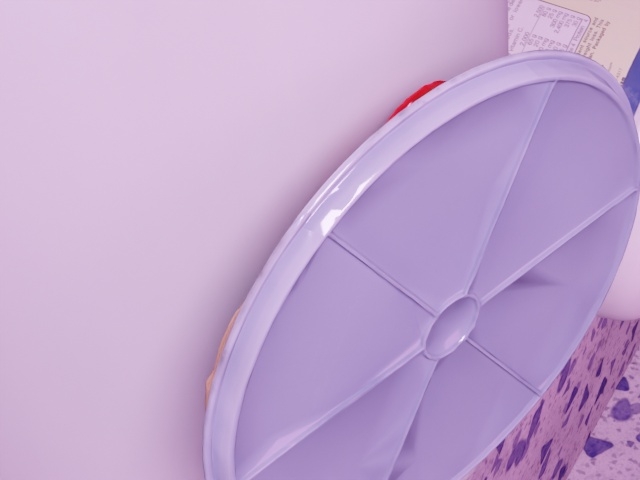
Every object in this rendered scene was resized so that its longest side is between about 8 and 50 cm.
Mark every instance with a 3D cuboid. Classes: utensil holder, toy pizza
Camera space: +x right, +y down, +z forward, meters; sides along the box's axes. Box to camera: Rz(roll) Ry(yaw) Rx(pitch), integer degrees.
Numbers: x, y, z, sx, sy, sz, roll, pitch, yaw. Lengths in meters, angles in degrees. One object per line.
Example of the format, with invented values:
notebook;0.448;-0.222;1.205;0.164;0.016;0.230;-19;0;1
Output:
utensil holder;-0.082;-0.080;0.588;0.328;0.327;0.385;-55;153;-32
toy pizza;0.035;0.022;0.508;0.201;0.032;0.201;-30;141;-28

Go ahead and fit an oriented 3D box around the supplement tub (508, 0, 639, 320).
supplement tub;0.114;-0.103;1.025;0.235;0.324;0.235;-50;153;-39
